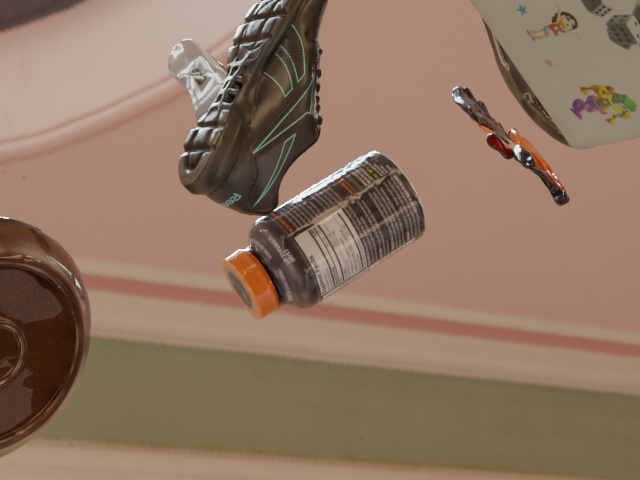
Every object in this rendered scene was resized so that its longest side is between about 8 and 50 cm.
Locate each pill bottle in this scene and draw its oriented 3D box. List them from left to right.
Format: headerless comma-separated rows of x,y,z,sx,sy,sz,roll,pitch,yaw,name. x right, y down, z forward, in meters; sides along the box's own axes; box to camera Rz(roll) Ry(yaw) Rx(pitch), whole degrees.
0.000,0.000,1.459,0.245,0.130,0.130,-32,-109,-16,pill bottle

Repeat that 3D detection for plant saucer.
-0.393,0.128,1.367,0.310,0.311,0.050,-18,-155,-38,plant saucer

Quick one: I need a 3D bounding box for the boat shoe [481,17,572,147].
0.235,-0.250,1.311,0.335,0.112,0.095,64,-167,-5,boat shoe

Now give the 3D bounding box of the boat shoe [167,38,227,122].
-0.142,-0.198,1.633,0.076,0.080,0.228,29,-165,-46,boat shoe

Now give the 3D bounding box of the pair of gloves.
0.108,-0.054,0.664,0.083,0.010,0.074,34,-160,-30,pair of gloves

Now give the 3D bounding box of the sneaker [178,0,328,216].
-0.046,-0.150,1.173,0.106,0.101,0.267,30,-100,-27,sneaker

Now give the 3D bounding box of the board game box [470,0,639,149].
0.232,-0.152,0.425,0.224,0.303,0.097,-48,-70,-25,board game box
